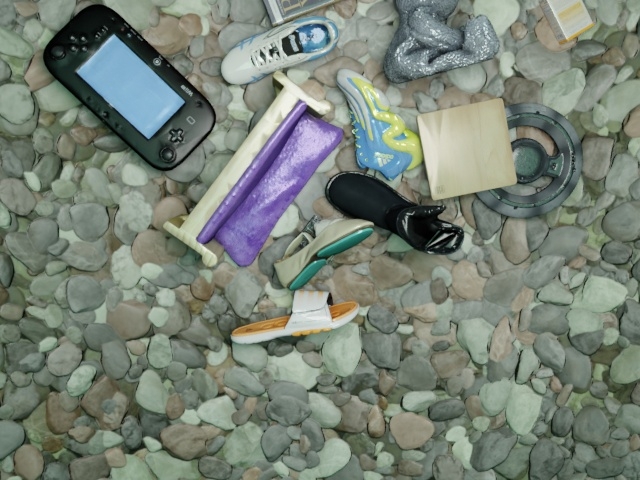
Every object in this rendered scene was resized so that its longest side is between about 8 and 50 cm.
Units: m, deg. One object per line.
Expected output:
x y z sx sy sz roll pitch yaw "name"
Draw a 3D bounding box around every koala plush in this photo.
0.194 -0.414 1.077 0.203 0.196 0.222 -13 103 8 "koala plush"

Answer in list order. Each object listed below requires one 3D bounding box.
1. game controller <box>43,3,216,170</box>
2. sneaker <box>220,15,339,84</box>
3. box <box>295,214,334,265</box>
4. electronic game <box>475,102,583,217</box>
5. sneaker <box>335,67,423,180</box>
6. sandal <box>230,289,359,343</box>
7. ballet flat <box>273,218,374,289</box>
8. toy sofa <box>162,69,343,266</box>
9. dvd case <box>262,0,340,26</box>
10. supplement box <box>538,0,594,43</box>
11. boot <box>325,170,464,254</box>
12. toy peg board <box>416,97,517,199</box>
-0.352 -0.284 1.113 0.319 0.067 0.166 43 93 -9 "game controller"
-0.078 -0.359 1.113 0.237 0.086 0.085 -22 100 0 "sneaker"
0.000 0.000 1.202 0.083 0.018 0.067 37 94 -8 "box"
0.408 -0.159 1.194 0.229 0.048 0.230 0 97 4 "electronic game"
0.092 -0.212 1.143 0.240 0.091 0.126 44 94 -9 "sneaker"
-0.055 0.142 1.177 0.265 0.102 0.076 -12 101 0 "sandal"
-0.004 0.008 1.133 0.086 0.086 0.248 46 125 -9 "ballet flat"
-0.113 -0.118 1.112 0.177 0.150 0.363 37 94 -7 "toy sofa"
-0.017 -0.518 1.117 0.221 0.018 0.165 -21 90 -1 "dvd case"
0.480 -0.446 1.165 0.062 0.036 0.099 -31 99 1 "supplement box"
0.133 -0.057 1.109 0.246 0.207 0.094 25 94 -7 "boot"
0.271 -0.171 1.134 0.160 0.079 0.161 -11 95 2 "toy peg board"
